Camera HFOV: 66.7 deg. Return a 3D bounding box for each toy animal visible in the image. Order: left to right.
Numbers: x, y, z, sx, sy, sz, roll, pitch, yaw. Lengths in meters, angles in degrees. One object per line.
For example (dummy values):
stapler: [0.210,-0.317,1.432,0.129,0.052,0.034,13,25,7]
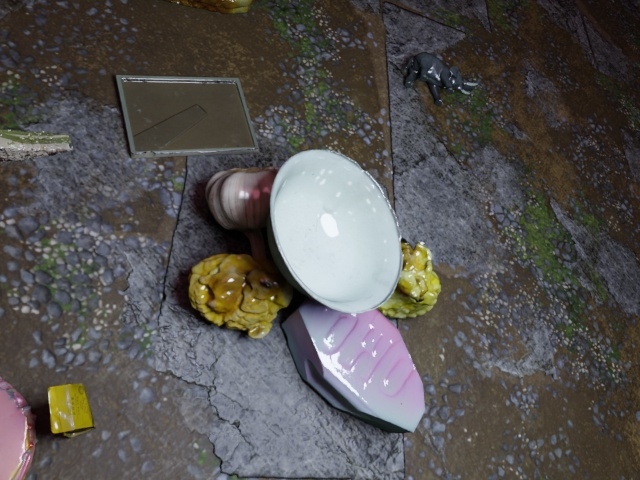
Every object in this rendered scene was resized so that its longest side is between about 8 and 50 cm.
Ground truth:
toy animal: [0.375,-0.484,1.483,0.269,0.082,0.137,17,62,-16]

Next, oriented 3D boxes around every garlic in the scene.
garlic: [-0.132,-0.042,1.021,0.199,0.199,0.226,-12,102,-28]

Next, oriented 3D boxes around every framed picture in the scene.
framed picture: [-0.302,-0.289,1.120,0.289,0.020,0.211,-8,70,-28]

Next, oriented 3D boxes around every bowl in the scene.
bowl: [0.000,0.000,0.927,0.313,0.146,0.314,17,60,-33]

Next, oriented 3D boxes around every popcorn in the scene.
popcorn: [-0.149,0.098,0.941,0.194,0.163,0.140,-4,43,8]
popcorn: [0.189,0.094,1.057,0.168,0.195,0.174,21,55,-5]

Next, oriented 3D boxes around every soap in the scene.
soap: [0.074,0.239,0.989,0.324,0.109,0.193,44,57,-1]

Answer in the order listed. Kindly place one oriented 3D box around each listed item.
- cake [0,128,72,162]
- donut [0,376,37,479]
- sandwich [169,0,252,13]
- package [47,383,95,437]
cake: [-0.563,-0.184,0.949,0.140,0.055,0.051,-8,68,-46]
donut: [-0.520,0.311,0.697,0.199,0.085,0.233,26,58,-11]
sandwich: [-0.314,-0.749,1.286,0.271,0.099,0.301,-3,67,-26]
package: [-0.384,0.264,0.756,0.047,0.131,0.071,-10,68,-23]
